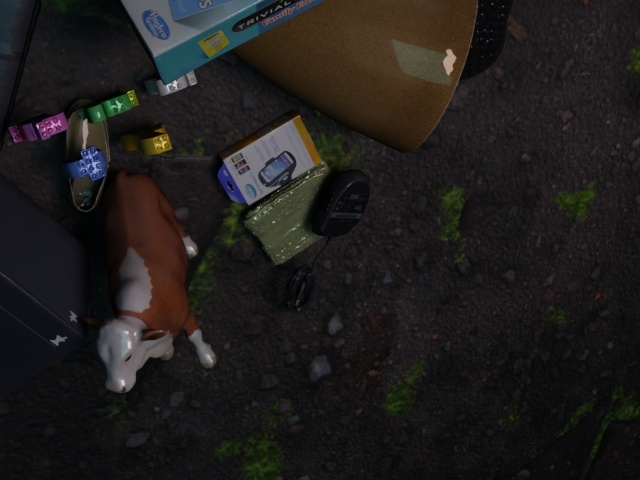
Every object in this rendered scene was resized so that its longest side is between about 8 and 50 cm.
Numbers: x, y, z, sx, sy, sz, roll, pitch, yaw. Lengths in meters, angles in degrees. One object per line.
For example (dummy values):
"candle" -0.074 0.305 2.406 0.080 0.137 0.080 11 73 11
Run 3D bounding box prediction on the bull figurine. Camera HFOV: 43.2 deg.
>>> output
"bull figurine" -0.204 0.056 0.977 0.101 0.310 0.188 -15 142 6

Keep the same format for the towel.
"towel" -0.030 -0.038 1.158 0.148 0.027 0.110 -36 126 -4

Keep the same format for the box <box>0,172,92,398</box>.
"box" -0.481 0.042 0.876 0.312 0.179 0.343 -33 126 10

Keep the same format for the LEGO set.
"LEGO set" -0.229 -0.129 0.941 0.227 0.093 0.087 -27 113 -25

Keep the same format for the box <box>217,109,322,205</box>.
"box" -0.074 -0.109 1.101 0.136 0.028 0.081 -30 124 -4

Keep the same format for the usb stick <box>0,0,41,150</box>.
"usb stick" -0.387 -0.165 0.919 0.077 0.045 0.278 12 111 -30

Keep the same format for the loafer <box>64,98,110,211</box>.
"loafer" -0.285 -0.100 0.996 0.056 0.050 0.148 -6 118 -22

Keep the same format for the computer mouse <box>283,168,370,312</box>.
"computer mouse" 0.000 0.000 1.159 0.071 0.041 0.242 4 121 -46

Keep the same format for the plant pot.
"plant pot" 0.020 -0.252 0.963 0.254 0.237 0.237 15 110 -15

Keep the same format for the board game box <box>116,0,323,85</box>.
"board game box" -0.080 -0.356 0.845 0.336 0.079 0.254 -30 82 -7

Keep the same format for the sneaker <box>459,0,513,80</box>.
"sneaker" 0.200 -0.309 1.068 0.084 0.097 0.234 -9 152 -14
